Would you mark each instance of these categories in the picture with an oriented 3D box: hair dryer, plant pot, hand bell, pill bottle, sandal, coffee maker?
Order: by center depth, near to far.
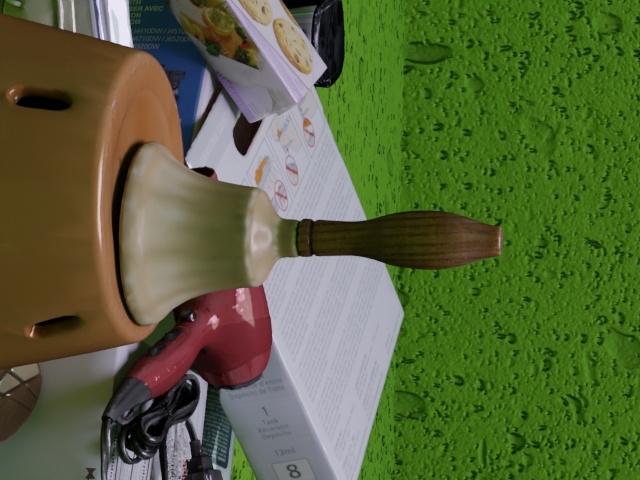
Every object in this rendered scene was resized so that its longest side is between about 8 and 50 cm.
[{"bbox_3d":[0.000,0.000,1.251,0.126,0.242,0.126,2,90,-79],"label":"hand bell"},{"bbox_3d":[-0.216,-0.031,1.300,0.291,0.203,0.291,2,90,-79],"label":"plant pot"},{"bbox_3d":[-0.274,0.137,1.393,0.180,0.049,0.072,-51,136,-35],"label":"sandal"},{"bbox_3d":[-0.097,0.084,1.511,0.223,0.080,0.294,47,43,-69],"label":"hair dryer"},{"bbox_3d":[-0.140,0.207,1.909,0.108,0.108,0.180,65,30,-64],"label":"pill bottle"},{"bbox_3d":[-0.065,-0.229,2.019,0.171,0.178,0.120,-75,163,-47],"label":"coffee maker"}]

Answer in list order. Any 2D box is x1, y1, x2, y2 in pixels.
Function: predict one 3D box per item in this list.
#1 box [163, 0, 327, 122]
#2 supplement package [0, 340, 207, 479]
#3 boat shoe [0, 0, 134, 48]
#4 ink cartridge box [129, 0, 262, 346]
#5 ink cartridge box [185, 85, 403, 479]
[{"bbox_3d":[-0.114,-0.249,1.600,0.324,0.063,0.067,55,42,-19],"label":"box"},{"bbox_3d":[-0.196,0.156,1.566,0.244,0.139,0.134,49,44,-71],"label":"supplement package"},{"bbox_3d":[-0.214,-0.188,1.528,0.109,0.094,0.302,-1,-76,59],"label":"boat shoe"},{"bbox_3d":[-0.135,-0.125,1.779,0.270,0.151,0.395,70,27,-60],"label":"ink cartridge box"},{"bbox_3d":[-0.044,0.015,1.774,0.308,0.091,0.385,-69,141,-54],"label":"ink cartridge box"}]
